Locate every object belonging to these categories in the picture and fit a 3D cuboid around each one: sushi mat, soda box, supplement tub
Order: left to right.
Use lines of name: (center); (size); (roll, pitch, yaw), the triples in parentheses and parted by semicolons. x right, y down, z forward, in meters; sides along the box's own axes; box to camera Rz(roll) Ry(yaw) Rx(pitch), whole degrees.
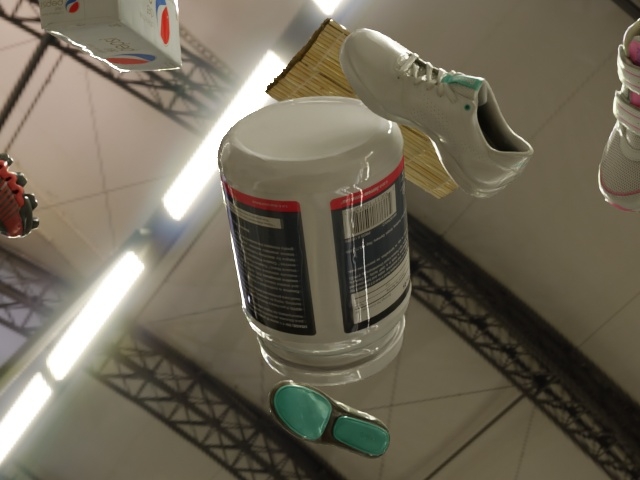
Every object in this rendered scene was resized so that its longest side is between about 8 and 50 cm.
soda box: (-0.186, -0.208, 0.812); (0.069, 0.216, 0.074); (-4, -89, 5)
supplement tub: (0.000, 0.000, 0.958); (0.191, 0.191, 0.272); (19, -50, 34)
sushi mat: (0.093, -0.164, 1.180); (0.151, 0.316, 0.019); (-40, -147, 38)

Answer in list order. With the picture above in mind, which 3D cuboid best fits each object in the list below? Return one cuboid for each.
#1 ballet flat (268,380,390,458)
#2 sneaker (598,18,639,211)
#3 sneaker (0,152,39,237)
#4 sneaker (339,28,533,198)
ballet flat: (0.003, 0.251, 1.245); (0.068, 0.213, 0.072); (8, -109, 62)
sneaker: (0.325, -0.150, 0.854); (0.103, 0.111, 0.252); (39, -66, 52)
sneaker: (-0.484, -0.094, 1.123); (0.276, 0.135, 0.098); (48, -40, -8)
sneaker: (0.115, -0.138, 0.843); (0.212, 0.080, 0.094); (41, -28, -1)
